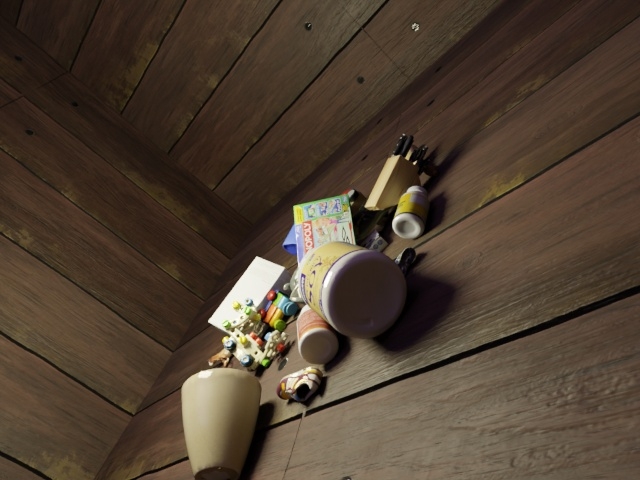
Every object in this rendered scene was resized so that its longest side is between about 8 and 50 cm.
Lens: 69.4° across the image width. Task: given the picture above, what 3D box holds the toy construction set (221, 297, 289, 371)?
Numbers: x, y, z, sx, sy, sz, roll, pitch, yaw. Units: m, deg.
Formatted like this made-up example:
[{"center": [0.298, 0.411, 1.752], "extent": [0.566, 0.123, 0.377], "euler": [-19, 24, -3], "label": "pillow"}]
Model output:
[{"center": [-0.258, 0.370, 1.788], "extent": [0.215, 0.151, 0.327], "euler": [-45, 45, -16], "label": "toy construction set"}]

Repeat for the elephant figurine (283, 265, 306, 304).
[{"center": [-0.030, 0.194, 1.689], "extent": [0.239, 0.169, 0.186], "euler": [-102, 23, -51], "label": "elephant figurine"}]

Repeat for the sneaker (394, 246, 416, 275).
[{"center": [0.240, 0.081, 1.400], "extent": [0.135, 0.052, 0.058], "euler": [-51, -1, 1], "label": "sneaker"}]

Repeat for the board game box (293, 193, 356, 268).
[{"center": [0.020, -0.001, 1.667], "extent": [0.213, 0.046, 0.317], "euler": [-11, 64, 10], "label": "board game box"}]

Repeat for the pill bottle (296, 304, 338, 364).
[{"center": [-0.013, 0.284, 1.459], "extent": [0.121, 0.121, 0.216], "euler": [-46, 16, 10], "label": "pill bottle"}]

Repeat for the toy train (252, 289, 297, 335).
[{"center": [-0.194, 0.338, 1.903], "extent": [0.143, 0.105, 0.248], "euler": [23, 81, 56], "label": "toy train"}]

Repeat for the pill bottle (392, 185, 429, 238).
[{"center": [0.304, -0.098, 1.527], "extent": [0.103, 0.103, 0.184], "euler": [-35, 21, 42], "label": "pill bottle"}]

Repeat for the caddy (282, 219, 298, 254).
[{"center": [0.000, 0.000, 1.877], "extent": [0.179, 0.241, 0.341], "euler": [-60, 19, -14], "label": "caddy"}]

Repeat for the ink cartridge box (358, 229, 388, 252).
[{"center": [0.151, 0.059, 1.680], "extent": [0.207, 0.046, 0.097], "euler": [-47, 15, 9], "label": "ink cartridge box"}]

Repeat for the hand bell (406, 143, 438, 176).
[{"center": [0.392, -0.291, 1.799], "extent": [0.126, 0.126, 0.242], "euler": [-48, 28, 5], "label": "hand bell"}]

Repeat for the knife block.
[{"center": [0.272, -0.255, 1.680], "extent": [0.275, 0.242, 0.088], "euler": [-18, 7, -18], "label": "knife block"}]

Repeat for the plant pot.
[{"center": [-0.305, 0.580, 1.404], "extent": [0.256, 0.256, 0.274], "euler": [-42, 34, 25], "label": "plant pot"}]

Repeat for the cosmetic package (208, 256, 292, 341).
[{"center": [-0.294, 0.274, 2.051], "extent": [0.197, 0.155, 0.365], "euler": [20, 66, 37], "label": "cosmetic package"}]

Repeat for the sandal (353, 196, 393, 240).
[{"center": [0.202, -0.088, 1.779], "extent": [0.120, 0.086, 0.303], "euler": [20, 53, 42], "label": "sandal"}]

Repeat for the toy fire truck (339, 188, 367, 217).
[{"center": [0.094, -0.114, 2.104], "extent": [0.217, 0.158, 0.246], "euler": [-53, 26, -12], "label": "toy fire truck"}]

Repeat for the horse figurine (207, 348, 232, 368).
[{"center": [-0.407, 0.498, 2.126], "extent": [0.263, 0.066, 0.174], "euler": [-52, 21, -7], "label": "horse figurine"}]

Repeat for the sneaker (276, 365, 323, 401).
[{"center": [-0.074, 0.438, 1.359], "extent": [0.185, 0.069, 0.084], "euler": [-40, 13, 32], "label": "sneaker"}]

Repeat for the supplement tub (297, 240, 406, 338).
[{"center": [0.074, 0.128, 1.349], "extent": [0.241, 0.241, 0.331], "euler": [-51, 18, -8], "label": "supplement tub"}]
